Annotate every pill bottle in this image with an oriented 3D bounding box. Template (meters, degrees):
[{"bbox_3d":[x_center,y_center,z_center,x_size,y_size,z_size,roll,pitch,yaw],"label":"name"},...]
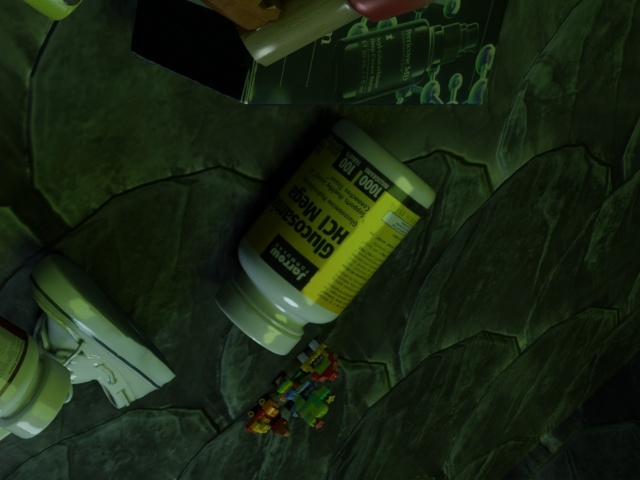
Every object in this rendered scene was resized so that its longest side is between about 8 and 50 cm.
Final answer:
[{"bbox_3d":[-0.413,0.139,1.217,0.121,0.121,0.221,-48,121,3],"label":"pill bottle"},{"bbox_3d":[0.000,0.000,1.534,0.334,0.188,0.188,-51,146,6],"label":"pill bottle"}]

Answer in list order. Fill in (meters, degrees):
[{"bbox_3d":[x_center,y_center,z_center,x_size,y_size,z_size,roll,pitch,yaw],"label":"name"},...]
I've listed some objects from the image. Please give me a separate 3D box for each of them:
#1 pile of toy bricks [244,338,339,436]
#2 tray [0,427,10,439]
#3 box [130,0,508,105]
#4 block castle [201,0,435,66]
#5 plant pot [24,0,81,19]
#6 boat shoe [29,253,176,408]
[{"bbox_3d":[-0.027,0.296,1.889,0.212,0.105,0.118,-48,147,3],"label":"pile of toy bricks"},{"bbox_3d":[-0.491,0.203,1.350,0.145,0.030,0.270,-35,145,-16],"label":"tray"},{"bbox_3d":[0.023,-0.317,1.158,0.395,0.212,0.293,-8,117,-44],"label":"box"},{"bbox_3d":[-0.062,-0.382,0.756,0.213,0.453,0.303,-23,159,25],"label":"block castle"},{"bbox_3d":[-0.262,-0.339,0.877,0.228,0.207,0.227,-49,147,5],"label":"plant pot"},{"bbox_3d":[-0.330,0.149,1.397,0.156,0.136,0.367,-38,156,-7],"label":"boat shoe"}]
